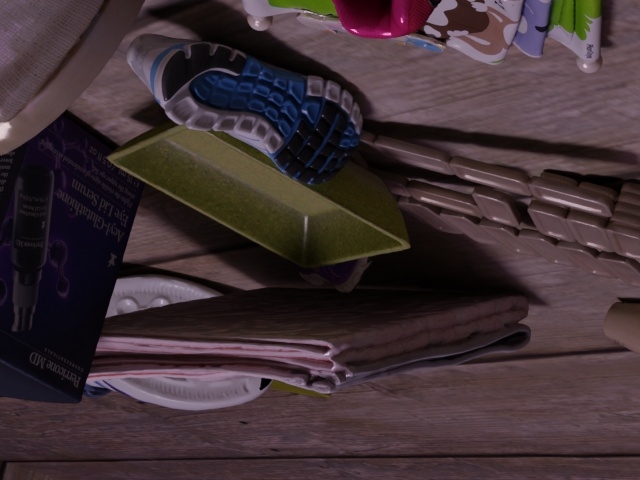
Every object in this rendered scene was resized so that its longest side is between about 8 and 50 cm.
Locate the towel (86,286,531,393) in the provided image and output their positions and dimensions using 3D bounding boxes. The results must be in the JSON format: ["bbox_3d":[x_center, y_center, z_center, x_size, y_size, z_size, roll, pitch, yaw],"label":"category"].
[{"bbox_3d":[-0.028,0.083,1.646,0.317,0.053,0.332,1,-175,34],"label":"towel"}]

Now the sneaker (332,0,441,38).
[{"bbox_3d":[-0.032,-0.193,0.830,0.299,0.112,0.121,27,159,-38],"label":"sneaker"}]

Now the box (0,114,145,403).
[{"bbox_3d":[-0.244,0.008,1.525,0.108,0.207,0.153,4,161,32],"label":"box"}]

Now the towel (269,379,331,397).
[{"bbox_3d":[-0.094,0.132,2.184,0.102,0.021,0.237,7,165,43],"label":"towel"}]

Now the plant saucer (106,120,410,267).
[{"bbox_3d":[-0.042,-0.047,1.415,0.188,0.045,0.188,28,164,-19],"label":"plant saucer"}]

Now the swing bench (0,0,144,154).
[{"bbox_3d":[-0.256,-0.161,0.964,0.253,0.165,0.254,29,168,-39],"label":"swing bench"}]

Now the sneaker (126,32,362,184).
[{"bbox_3d":[-0.050,-0.098,1.289,0.190,0.071,0.083,25,-174,-43],"label":"sneaker"}]

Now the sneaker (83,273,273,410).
[{"bbox_3d":[-0.197,0.104,2.011,0.322,0.130,0.236,8,174,3],"label":"sneaker"}]

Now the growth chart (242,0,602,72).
[{"bbox_3d":[0.054,-0.140,1.109,0.237,0.021,0.172,10,165,16],"label":"growth chart"}]

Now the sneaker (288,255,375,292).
[{"bbox_3d":[0.000,0.000,1.548,0.071,0.068,0.170,33,163,-18],"label":"sneaker"}]

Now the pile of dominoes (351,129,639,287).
[{"bbox_3d":[0.129,-0.038,1.412,0.251,0.040,0.196,17,168,21],"label":"pile of dominoes"}]

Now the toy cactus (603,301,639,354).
[{"bbox_3d":[0.319,0.096,1.587,0.180,0.112,0.219,14,176,37],"label":"toy cactus"}]
